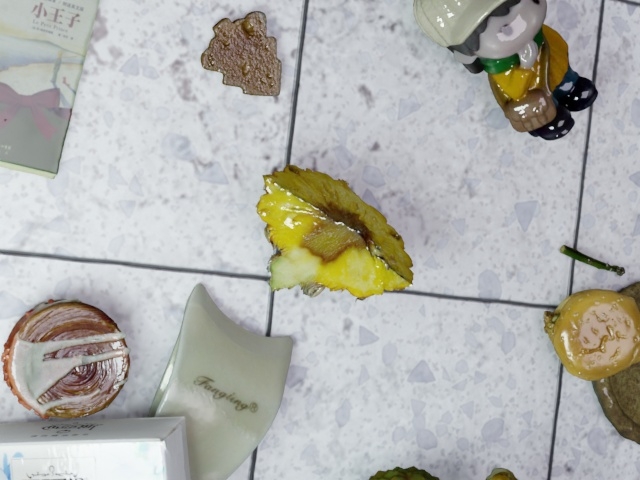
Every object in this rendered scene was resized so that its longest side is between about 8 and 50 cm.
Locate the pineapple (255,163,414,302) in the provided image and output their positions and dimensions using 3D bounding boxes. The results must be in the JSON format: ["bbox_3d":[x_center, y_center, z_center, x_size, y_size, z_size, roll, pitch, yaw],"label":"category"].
[{"bbox_3d":[0.005,0.003,1.565,0.250,0.139,0.164,29,122,-6],"label":"pineapple"}]

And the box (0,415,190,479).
[{"bbox_3d":[-0.297,0.329,1.364,0.274,0.116,0.203,-3,96,9],"label":"box"}]

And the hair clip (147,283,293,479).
[{"bbox_3d":[-0.151,0.219,1.488,0.172,0.113,0.282,34,79,-21],"label":"hair clip"}]

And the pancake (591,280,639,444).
[{"bbox_3d":[0.562,0.203,1.831,0.286,0.033,0.288,-10,96,-22],"label":"pancake"}]

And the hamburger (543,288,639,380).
[{"bbox_3d":[0.426,0.143,1.729,0.147,0.083,0.138,-21,85,-3],"label":"hamburger"}]

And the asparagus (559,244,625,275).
[{"bbox_3d":[0.434,0.033,1.779,0.127,0.015,0.018,20,86,-22],"label":"asparagus"}]

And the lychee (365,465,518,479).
[{"bbox_3d":[0.133,0.445,1.544,0.320,0.270,0.269,-10,97,12],"label":"lychee"}]

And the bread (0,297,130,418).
[{"bbox_3d":[-0.328,0.151,1.432,0.161,0.073,0.160,-3,96,-24],"label":"bread"}]

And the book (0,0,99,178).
[{"bbox_3d":[-0.396,-0.239,1.412,0.201,0.026,0.289,13,87,-23],"label":"book"}]

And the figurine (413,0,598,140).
[{"bbox_3d":[0.261,-0.296,1.633,0.185,0.204,0.332,-52,138,-14],"label":"figurine"}]

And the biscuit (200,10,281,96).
[{"bbox_3d":[-0.101,-0.248,1.540,0.119,0.019,0.130,-42,106,-16],"label":"biscuit"}]
